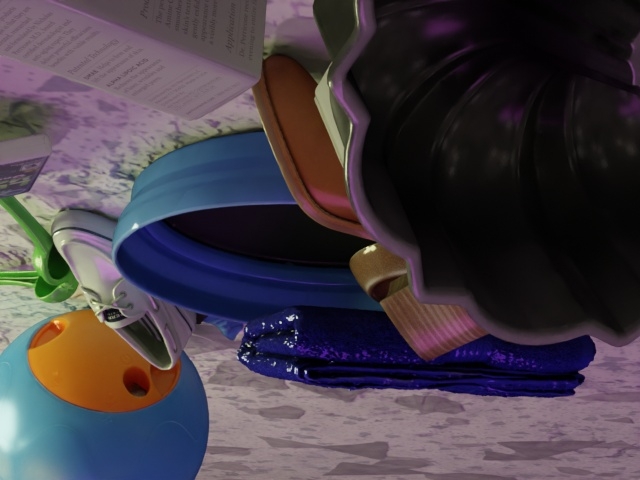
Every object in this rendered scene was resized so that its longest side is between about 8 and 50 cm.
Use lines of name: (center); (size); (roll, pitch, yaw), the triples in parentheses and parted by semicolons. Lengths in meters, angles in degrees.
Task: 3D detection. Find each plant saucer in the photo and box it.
plant saucer: (0.109, 0.036, 1.152); (0.168, 0.029, 0.168); (2, 160, 1)

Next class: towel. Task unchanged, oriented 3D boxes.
towel: (0.088, 0.121, 1.277); (0.308, 0.076, 0.227); (6, 169, -16)

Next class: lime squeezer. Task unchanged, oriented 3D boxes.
lime squeezer: (-0.304, 0.014, 1.374); (0.110, 0.059, 0.310); (39, 156, -2)

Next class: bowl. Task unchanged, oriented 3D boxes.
bowl: (0.000, 0.000, 1.222); (0.391, 0.077, 0.391); (3, 161, 1)

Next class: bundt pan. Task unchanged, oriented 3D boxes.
bundt pan: (0.142, -0.115, 0.620); (0.331, 0.124, 0.331); (-10, 123, -16)

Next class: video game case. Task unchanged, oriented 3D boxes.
video game case: (-0.333, -0.046, 1.092); (0.190, 0.022, 0.173); (-14, 176, -20)

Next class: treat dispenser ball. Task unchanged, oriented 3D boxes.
treat dispenser ball: (-0.282, 0.228, 1.593); (0.288, 0.288, 0.288); (3, 160, 1)

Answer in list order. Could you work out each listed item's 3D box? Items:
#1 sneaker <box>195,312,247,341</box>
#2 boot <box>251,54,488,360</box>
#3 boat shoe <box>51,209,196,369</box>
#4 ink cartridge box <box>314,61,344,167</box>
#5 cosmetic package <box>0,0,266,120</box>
sneaker: (-0.122, 0.077, 1.488); (0.084, 0.058, 0.152); (8, 163, -5)
boot: (0.098, -0.066, 0.948); (0.220, 0.283, 0.109); (-34, -173, 16)
boat shoe: (-0.203, 0.057, 1.345); (0.083, 0.076, 0.226); (-13, 139, 30)
ink cartridge box: (0.144, -0.098, 0.783); (0.237, 0.100, 0.172); (14, 124, -28)
cosmetic package: (-0.143, -0.162, 0.731); (0.231, 0.117, 0.085); (18, 155, -33)
